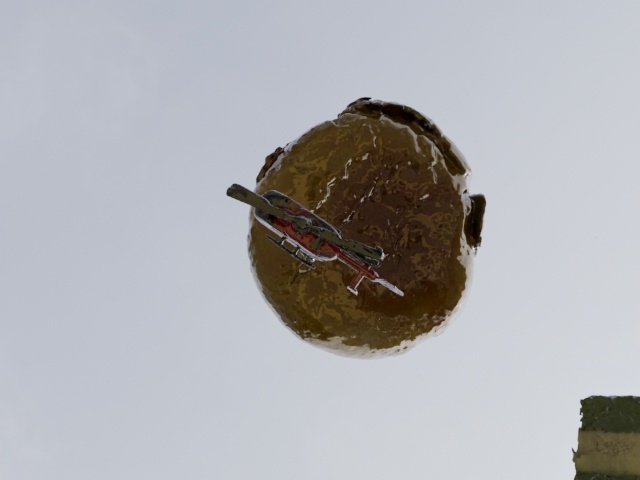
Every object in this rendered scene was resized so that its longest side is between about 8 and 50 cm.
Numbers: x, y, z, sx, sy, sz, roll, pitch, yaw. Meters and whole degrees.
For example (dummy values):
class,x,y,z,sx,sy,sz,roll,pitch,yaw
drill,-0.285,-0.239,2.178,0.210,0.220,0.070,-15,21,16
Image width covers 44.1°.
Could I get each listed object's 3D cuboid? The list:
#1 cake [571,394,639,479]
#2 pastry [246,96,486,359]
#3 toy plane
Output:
class,x,y,z,sx,sy,sz,roll,pitch,yaw
cake,0.379,0.223,0.761,0.172,0.283,0.158,-12,-111,43
pastry,0.067,-0.009,1.062,0.164,0.356,0.356,15,-83,63
toy plane,0.000,0.000,0.578,0.145,0.060,0.037,33,-97,14
